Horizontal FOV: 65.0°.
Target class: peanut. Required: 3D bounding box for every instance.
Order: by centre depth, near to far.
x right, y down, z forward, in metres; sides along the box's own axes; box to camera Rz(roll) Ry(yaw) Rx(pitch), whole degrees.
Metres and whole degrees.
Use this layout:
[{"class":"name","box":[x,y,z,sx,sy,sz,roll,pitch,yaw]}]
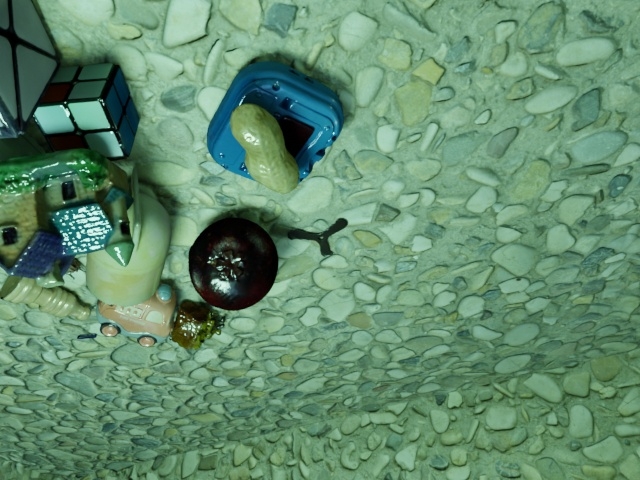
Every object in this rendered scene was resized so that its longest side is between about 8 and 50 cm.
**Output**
[{"class":"peanut","box":[-0.140,-0.225,1.247,0.125,0.111,0.274,-4,137,21]}]

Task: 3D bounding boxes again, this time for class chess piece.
[{"class":"chess piece","box":[-0.978,0.216,1.832,0.138,0.124,0.307,-52,132,1]}]

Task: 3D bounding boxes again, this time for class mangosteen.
[{"class":"mangosteen","box":[-0.281,0.072,1.616,0.298,0.293,0.296,-4,104,-18]}]

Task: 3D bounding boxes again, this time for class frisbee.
[{"class":"frisbee","box":[0.000,0.000,1.754,0.211,0.012,0.187,-10,140,5]}]

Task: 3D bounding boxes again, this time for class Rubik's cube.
[{"class":"Rubik's cube","box":[-0.762,-0.407,1.003,0.308,0.305,0.310,-1,141,-1]},{"class":"Rubik's cube","box":[-0.567,-0.308,1.228,0.180,0.167,0.183,-4,137,-1]}]

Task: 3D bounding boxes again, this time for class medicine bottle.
[{"class":"medicine bottle","box":[-0.579,-0.002,1.522,0.236,0.235,0.406,12,137,-19]}]

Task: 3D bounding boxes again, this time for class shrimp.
[{"class":"shrimp","box":[-0.887,0.080,1.712,0.190,0.075,0.073,23,100,-42]}]

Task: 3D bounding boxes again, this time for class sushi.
[{"class":"sushi","box":[-0.491,0.348,2.000,0.179,0.166,0.296,24,128,1]}]

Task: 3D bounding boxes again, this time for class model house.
[{"class":"model house","box":[-0.625,-0.038,1.211,0.313,0.279,0.245,-10,170,-2]}]

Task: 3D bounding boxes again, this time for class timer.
[{"class":"timer","box":[-0.121,-0.291,1.337,0.309,0.115,0.340,18,133,-29]}]

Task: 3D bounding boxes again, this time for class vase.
[{"class":"vase","box":[-0.788,-0.200,1.350,0.165,0.165,0.360,-21,141,17]}]

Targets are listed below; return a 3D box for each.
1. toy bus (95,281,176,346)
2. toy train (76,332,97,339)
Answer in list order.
[{"class":"toy bus","box":[-0.654,0.233,1.830,0.288,0.194,0.232,22,118,-22]},{"class":"toy train","box":[-0.981,0.402,2.103,0.084,0.017,0.017,-5,136,0]}]
